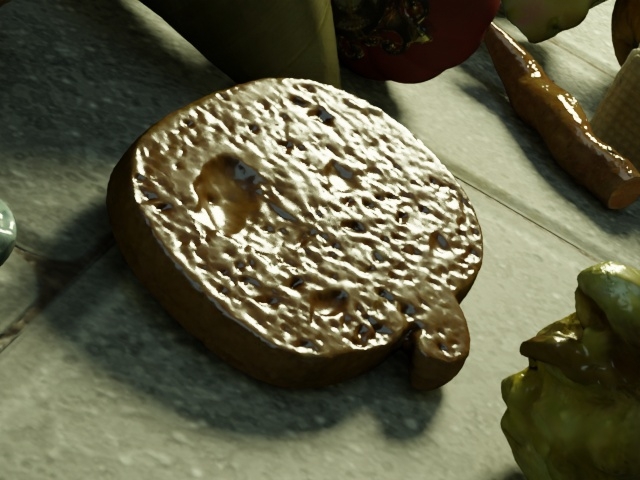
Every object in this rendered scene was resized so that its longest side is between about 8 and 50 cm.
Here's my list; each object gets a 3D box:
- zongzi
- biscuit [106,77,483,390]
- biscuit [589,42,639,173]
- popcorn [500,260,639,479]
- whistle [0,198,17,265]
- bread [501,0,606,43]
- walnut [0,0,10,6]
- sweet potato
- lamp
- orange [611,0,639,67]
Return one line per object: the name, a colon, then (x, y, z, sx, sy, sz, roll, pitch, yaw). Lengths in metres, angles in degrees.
zongzi: (-0.167, -0.257, 1.627, 0.447, 0.418, 0.181, 0, 17, 42)
biscuit: (-0.001, 0.001, 1.355, 0.314, 0.063, 0.367, 46, 37, 11)
biscuit: (0.473, -0.045, 1.771, 0.426, 0.144, 0.078, 41, 32, 23)
popcorn: (0.255, 0.126, 1.225, 0.266, 0.233, 0.192, 43, 25, -32)
whistle: (-0.355, -0.062, 1.105, 0.348, 0.189, 0.189, 36, 20, -36)
bread: (0.302, -0.335, 1.985, 0.156, 0.260, 0.158, 8, -39, 55)
walnut: (-0.359, -0.297, 1.337, 0.277, 0.252, 0.313, 44, 33, 23)
sweet potato: (0.250, -0.140, 1.811, 0.067, 0.059, 0.281, 17, 30, -46)
lamp: (0.082, -0.274, 1.713, 0.227, 0.227, 0.227, 21, 30, -13)
orange: (0.481, -0.262, 2.017, 0.264, 0.264, 0.264, 21, 30, -13)
